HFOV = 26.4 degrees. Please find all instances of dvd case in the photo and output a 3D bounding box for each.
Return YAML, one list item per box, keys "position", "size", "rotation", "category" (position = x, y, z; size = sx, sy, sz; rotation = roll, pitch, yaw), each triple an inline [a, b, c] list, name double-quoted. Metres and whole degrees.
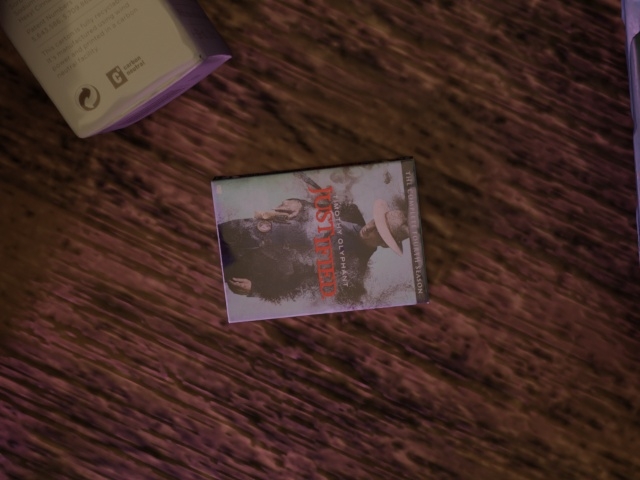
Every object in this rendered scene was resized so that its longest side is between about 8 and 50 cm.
- position: [0.000, 0.000, 0.797]
  size: [0.120, 0.013, 0.087]
  rotation: [-5, 97, 4]
  category: "dvd case"

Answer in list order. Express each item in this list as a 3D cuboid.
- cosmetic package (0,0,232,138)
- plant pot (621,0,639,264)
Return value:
- position: [-0.150, -0.172, 0.734]
  size: [0.085, 0.117, 0.231]
  rotation: [-33, 95, 7]
  category: "cosmetic package"
- position: [0.317, -0.016, 0.631]
  size: [0.334, 0.341, 0.341]
  rotation: [-5, 97, 13]
  category: "plant pot"
